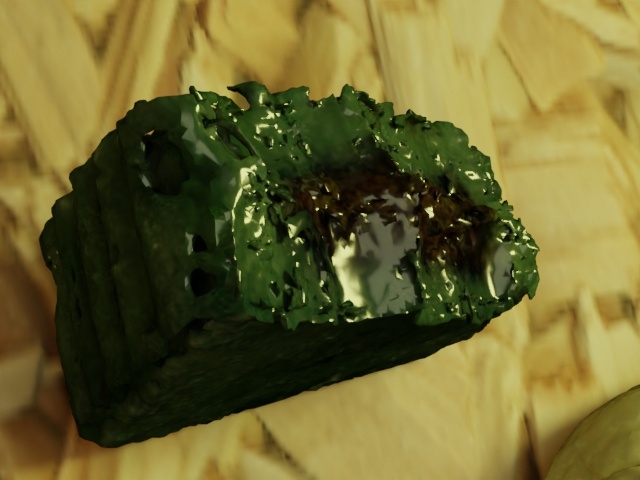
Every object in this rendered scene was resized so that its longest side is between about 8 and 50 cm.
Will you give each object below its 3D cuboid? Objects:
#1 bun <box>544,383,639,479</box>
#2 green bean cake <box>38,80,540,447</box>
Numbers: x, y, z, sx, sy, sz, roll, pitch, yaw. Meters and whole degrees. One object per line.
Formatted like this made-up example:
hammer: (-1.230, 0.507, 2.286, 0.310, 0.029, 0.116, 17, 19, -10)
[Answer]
bun: (0.218, 0.155, 0.679, 0.229, 0.145, 0.229, 5, 74, -18)
green bean cake: (0.000, 0.000, 0.609, 0.208, 0.193, 0.107, -9, 72, -26)
